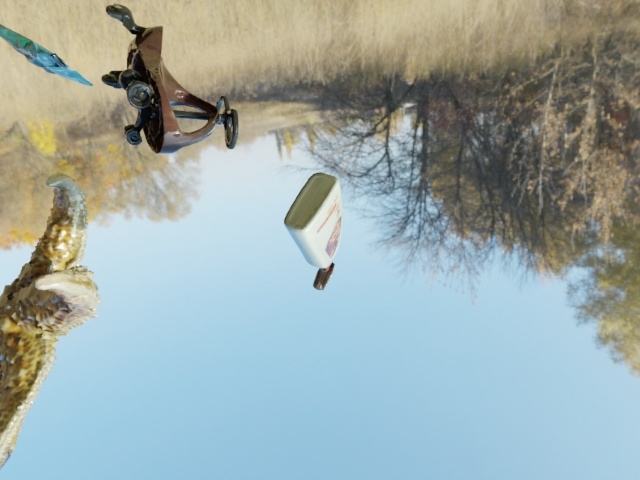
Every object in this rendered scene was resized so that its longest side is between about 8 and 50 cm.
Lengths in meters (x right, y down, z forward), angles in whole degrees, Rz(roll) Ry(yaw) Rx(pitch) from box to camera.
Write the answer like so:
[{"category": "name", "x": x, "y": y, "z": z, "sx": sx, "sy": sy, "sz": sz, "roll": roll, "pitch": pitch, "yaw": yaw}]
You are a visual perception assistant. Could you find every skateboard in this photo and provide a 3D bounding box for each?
[{"category": "skateboard", "x": -0.118, "y": -0.116, "z": 0.354, "sx": 0.080, "sy": 0.067, "sz": 0.151, "roll": -2, "pitch": -134, "yaw": -33}]

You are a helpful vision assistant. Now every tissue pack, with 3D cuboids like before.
[{"category": "tissue pack", "x": -0.392, "y": -0.255, "z": 0.621, "sx": 0.138, "sy": 0.028, "sz": 0.085, "roll": 31, "pitch": 178, "yaw": 9}]

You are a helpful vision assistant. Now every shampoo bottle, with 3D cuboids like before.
[{"category": "shampoo bottle", "x": 0.000, "y": 0.000, "z": 0.953, "sx": 0.071, "sy": 0.284, "sz": 0.153, "roll": 17, "pitch": -120, "yaw": 20}]

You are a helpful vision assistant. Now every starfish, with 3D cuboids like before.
[{"category": "starfish", "x": -0.231, "y": 0.063, "z": 0.360, "sx": 0.216, "sy": 0.238, "sz": 0.071, "roll": 3, "pitch": 170, "yaw": 41}]
